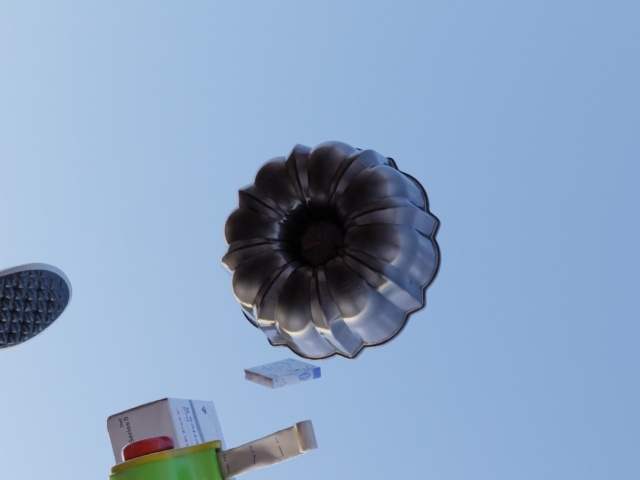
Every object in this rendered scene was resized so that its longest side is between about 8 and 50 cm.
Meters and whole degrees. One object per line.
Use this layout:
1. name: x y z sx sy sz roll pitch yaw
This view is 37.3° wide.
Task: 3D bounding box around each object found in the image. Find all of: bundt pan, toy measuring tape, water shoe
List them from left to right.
1. water shoe: -0.331 0.079 0.879 0.203 0.073 0.080 -32 -160 -20
2. toy measuring tape: -0.160 0.283 1.159 0.330 0.121 0.121 -24 -121 31
3. bundt pan: 0.000 0.000 1.348 0.331 0.124 0.330 -6 -109 18

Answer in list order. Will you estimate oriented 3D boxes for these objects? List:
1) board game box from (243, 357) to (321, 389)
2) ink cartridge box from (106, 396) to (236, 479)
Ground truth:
1. board game box: -0.061 0.211 1.508 0.090 0.090 0.020 6 -79 56
2. ink cartridge box: -0.242 0.379 1.611 0.115 0.273 0.198 -19 -103 6
